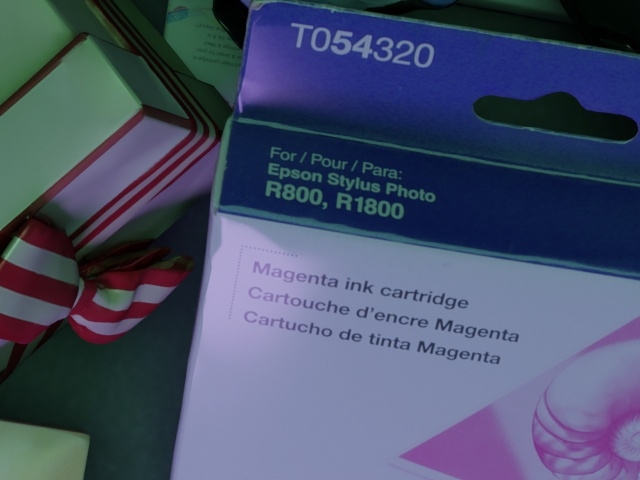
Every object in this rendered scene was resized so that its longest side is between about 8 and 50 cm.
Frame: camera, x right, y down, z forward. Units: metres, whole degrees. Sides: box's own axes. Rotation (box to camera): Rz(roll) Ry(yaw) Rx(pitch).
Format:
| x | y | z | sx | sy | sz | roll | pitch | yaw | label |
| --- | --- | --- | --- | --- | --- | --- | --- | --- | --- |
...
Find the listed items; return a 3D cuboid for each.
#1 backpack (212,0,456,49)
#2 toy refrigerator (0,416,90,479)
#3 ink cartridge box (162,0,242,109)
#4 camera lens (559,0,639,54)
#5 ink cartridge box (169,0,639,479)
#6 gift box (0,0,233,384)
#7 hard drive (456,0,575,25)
| x | y | z | sx | sy | sz | roll | pitch | yaw | label |
| --- | --- | --- | --- | --- | --- | --- | --- | --- | --- |
| -0.013 | -0.256 | 0.894 | 0.263 | 0.213 | 0.276 | 31 | 58 | -28 | backpack |
| -0.187 | 0.232 | 1.008 | 0.094 | 0.102 | 0.269 | 10 | 83 | -8 | toy refrigerator |
| -0.043 | -0.127 | 1.051 | 0.089 | 0.052 | 0.122 | 10 | 110 | -3 | ink cartridge box |
| 0.264 | -0.210 | 0.988 | 0.219 | 0.219 | 0.274 | 42 | 65 | -1 | camera lens |
| 0.095 | 0.049 | 0.966 | 0.324 | 0.071 | 0.330 | 8 | 131 | -3 | ink cartridge box |
| -0.207 | -0.043 | 0.950 | 0.276 | 0.255 | 0.258 | -42 | 81 | 13 | gift box |
| 0.049 | -0.254 | 1.092 | 0.319 | 0.040 | 0.210 | 10 | 86 | -4 | hard drive |
